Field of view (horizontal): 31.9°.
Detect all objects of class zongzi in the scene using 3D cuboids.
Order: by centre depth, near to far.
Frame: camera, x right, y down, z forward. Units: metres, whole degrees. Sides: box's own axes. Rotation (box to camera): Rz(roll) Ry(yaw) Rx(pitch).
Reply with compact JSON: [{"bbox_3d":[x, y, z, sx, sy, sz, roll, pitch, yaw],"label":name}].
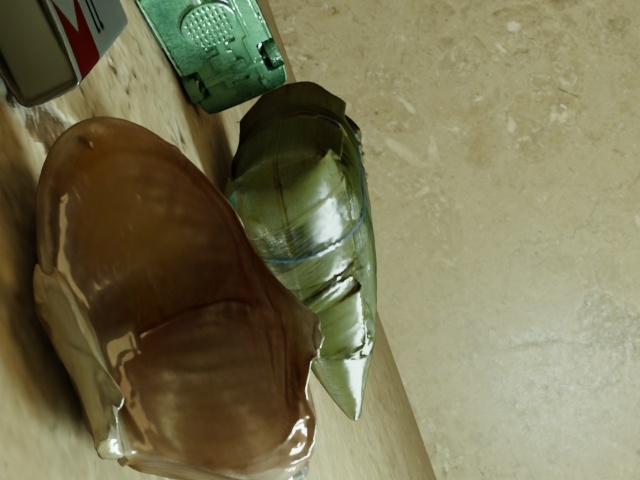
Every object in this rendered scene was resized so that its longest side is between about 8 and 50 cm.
[{"bbox_3d":[0.000,0.000,1.084,0.251,0.125,0.274,-85,159,-62],"label":"zongzi"}]

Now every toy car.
[{"bbox_3d":[-0.099,-0.197,0.938,0.224,0.090,0.076,63,6,-56],"label":"toy car"}]

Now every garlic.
[{"bbox_3d":[-0.061,0.029,0.470,0.124,0.099,0.174,153,-83,-80],"label":"garlic"}]

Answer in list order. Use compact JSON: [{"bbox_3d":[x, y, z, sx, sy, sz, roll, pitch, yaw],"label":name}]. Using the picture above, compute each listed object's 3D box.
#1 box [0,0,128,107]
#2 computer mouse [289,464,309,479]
[{"bbox_3d":[-0.141,-0.140,0.554,0.177,0.036,0.115,-96,166,-71],"label":"box"},{"bbox_3d":[-0.056,0.058,0.669,0.102,0.045,0.199,-94,164,-75],"label":"computer mouse"}]
